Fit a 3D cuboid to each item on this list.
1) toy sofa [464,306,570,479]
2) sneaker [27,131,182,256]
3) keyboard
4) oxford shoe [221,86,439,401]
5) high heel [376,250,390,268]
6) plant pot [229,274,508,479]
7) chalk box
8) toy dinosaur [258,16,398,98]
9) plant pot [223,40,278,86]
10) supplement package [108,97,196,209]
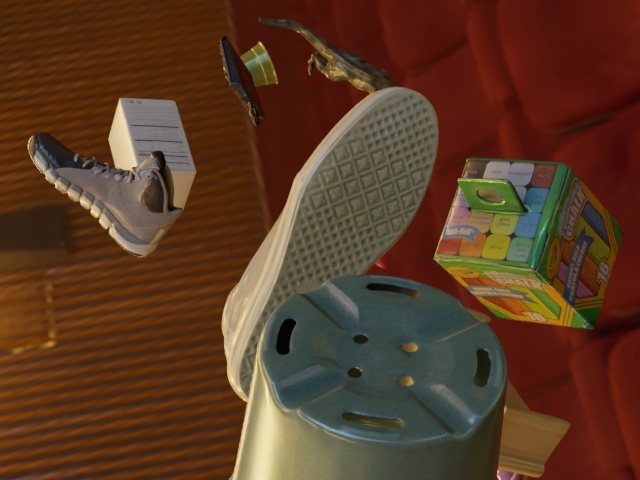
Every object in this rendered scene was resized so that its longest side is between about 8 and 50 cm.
[{"bbox_3d":[0.272,0.277,2.395,0.150,0.177,0.362,19,-157,-30],"label":"toy sofa"},{"bbox_3d":[-0.281,-0.096,1.837,0.229,0.132,0.086,43,-162,-11],"label":"sneaker"},{"bbox_3d":[-0.113,-0.221,1.951,0.180,0.023,0.108,47,-157,-76],"label":"keyboard"},{"bbox_3d":[0.000,0.000,1.722,0.169,0.449,0.130,27,-177,-23],"label":"oxford shoe"},{"bbox_3d":[0.049,-0.043,2.264,0.244,0.082,0.117,37,152,55],"label":"high heel"},{"bbox_3d":[0.050,0.240,1.430,0.341,0.341,0.334,-91,6,-52],"label":"plant pot"},{"bbox_3d":[0.301,-0.008,2.004,0.289,0.180,0.179,37,-114,-46],"label":"chalk box"},{"bbox_3d":[0.033,-0.250,1.925,0.268,0.064,0.118,32,-179,-1],"label":"toy dinosaur"},{"bbox_3d":[-0.128,-0.303,2.402,0.083,0.079,0.083,62,172,16],"label":"plant pot"},{"bbox_3d":[-0.293,-0.148,2.320,0.105,0.105,0.179,116,146,-43],"label":"supplement package"}]
